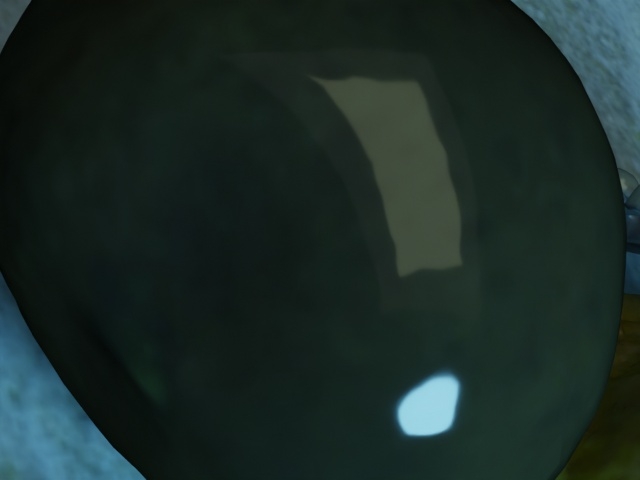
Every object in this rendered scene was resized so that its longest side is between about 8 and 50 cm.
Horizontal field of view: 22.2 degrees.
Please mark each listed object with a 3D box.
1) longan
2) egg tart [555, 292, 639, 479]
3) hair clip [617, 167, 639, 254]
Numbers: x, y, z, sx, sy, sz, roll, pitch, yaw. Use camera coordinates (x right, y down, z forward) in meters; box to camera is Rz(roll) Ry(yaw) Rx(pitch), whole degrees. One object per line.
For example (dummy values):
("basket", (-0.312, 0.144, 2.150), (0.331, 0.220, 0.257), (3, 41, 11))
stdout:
("longan", (0.000, 0.000, 0.592), (0.246, 0.215, 0.246), (7, 42, -7))
("egg tart", (0.180, 0.146, 0.684), (0.319, 0.128, 0.319), (18, 50, -23))
("hair clip", (0.184, 0.006, 0.789), (0.140, 0.054, 0.220), (19, 4, -45))
